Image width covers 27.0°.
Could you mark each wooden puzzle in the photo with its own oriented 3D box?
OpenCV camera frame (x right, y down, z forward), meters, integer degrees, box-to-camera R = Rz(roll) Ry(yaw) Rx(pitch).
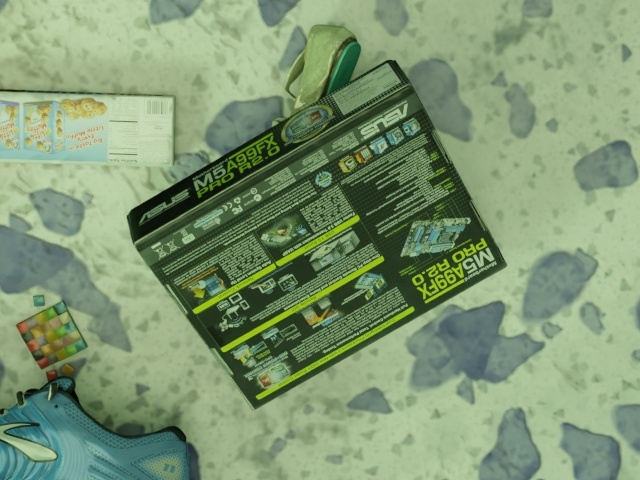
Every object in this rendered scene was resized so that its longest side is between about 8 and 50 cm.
[{"bbox_3d":[-0.249,0.089,1.235,0.049,0.006,0.083,-26,102,2],"label":"wooden puzzle"}]

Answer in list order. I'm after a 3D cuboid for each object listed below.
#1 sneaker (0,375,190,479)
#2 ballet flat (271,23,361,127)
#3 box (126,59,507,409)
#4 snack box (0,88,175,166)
[{"bbox_3d":[-0.275,0.195,1.202,0.330,0.130,0.147,10,70,-7],"label":"sneaker"},{"bbox_3d":[-0.014,-0.113,1.192,0.052,0.057,0.168,25,97,22],"label":"ballet flat"},{"bbox_3d":[0.000,0.000,1.168,0.270,0.060,0.216,-30,123,4],"label":"box"},{"bbox_3d":[-0.219,-0.100,1.190,0.178,0.022,0.064,2,102,-4],"label":"snack box"}]
